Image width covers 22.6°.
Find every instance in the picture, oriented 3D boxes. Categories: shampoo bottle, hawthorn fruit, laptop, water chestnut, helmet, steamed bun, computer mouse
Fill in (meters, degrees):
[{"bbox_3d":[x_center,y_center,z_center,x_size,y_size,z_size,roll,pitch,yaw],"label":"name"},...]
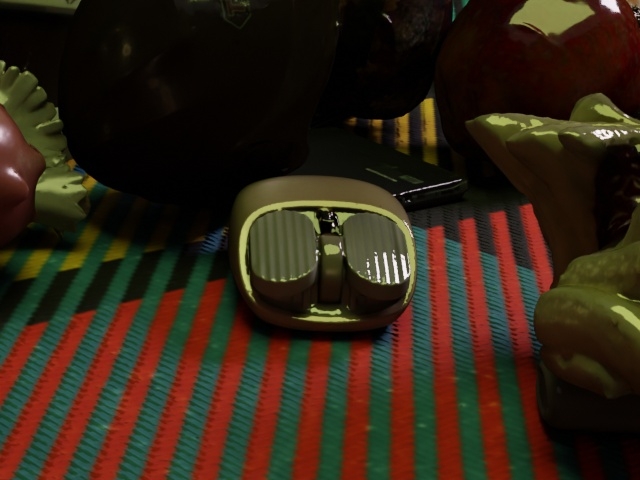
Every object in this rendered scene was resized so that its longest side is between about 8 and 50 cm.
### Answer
[{"bbox_3d":[0.227,0.104,1.050,0.165,0.040,0.080,4,15,0],"label":"shampoo bottle"},{"bbox_3d":[0.211,-0.158,1.600,0.208,0.208,0.248,13,41,25],"label":"hawthorn fruit"},{"bbox_3d":[0.020,-0.068,1.541,0.154,0.026,0.207,-11,24,-38],"label":"laptop"},{"bbox_3d":[0.060,-0.240,1.714,0.238,0.224,0.223,2,18,-24],"label":"water chestnut"},{"bbox_3d":[-0.121,-0.152,1.354,0.177,0.305,0.225,1,60,-25],"label":"helmet"},{"bbox_3d":[0.247,-0.013,1.127,0.247,0.189,0.428,0,4,40],"label":"steamed bun"},{"bbox_3d":[0.000,0.000,1.253,0.145,0.082,0.236,3,18,-4],"label":"computer mouse"}]

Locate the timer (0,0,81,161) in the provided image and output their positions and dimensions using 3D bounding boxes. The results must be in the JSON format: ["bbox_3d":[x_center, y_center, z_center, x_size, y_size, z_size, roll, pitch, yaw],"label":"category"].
[{"bbox_3d":[-0.309,-0.189,1.564,0.262,0.237,0.087,7,-20,10],"label":"timer"}]

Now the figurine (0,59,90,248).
[{"bbox_3d":[-0.292,-0.048,1.246,0.207,0.166,0.387,40,11,-6],"label":"figurine"}]

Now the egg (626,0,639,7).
[{"bbox_3d":[0.310,-0.289,2.000,0.233,0.195,0.195,13,20,35],"label":"egg"}]

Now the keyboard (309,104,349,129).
[{"bbox_3d":[0.005,-0.152,1.792,0.093,0.025,0.230,10,20,25],"label":"keyboard"}]

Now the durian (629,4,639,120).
[{"bbox_3d":[0.334,-0.211,1.788,0.148,0.188,0.091,26,-15,44],"label":"durian"}]
